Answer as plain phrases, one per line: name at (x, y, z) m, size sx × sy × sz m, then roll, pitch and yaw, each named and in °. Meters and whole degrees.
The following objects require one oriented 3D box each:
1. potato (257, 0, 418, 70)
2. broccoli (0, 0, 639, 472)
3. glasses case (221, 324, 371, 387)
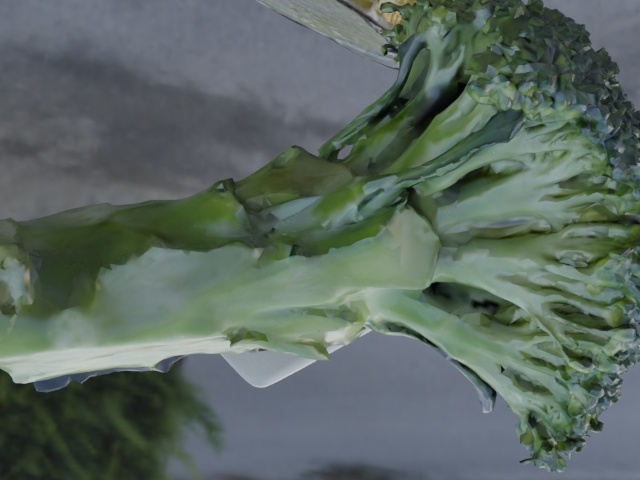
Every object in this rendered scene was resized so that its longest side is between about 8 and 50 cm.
potato at (0.029, -0.411, 1.680) m, size 0.397 × 0.296 × 0.290 m, roll 30°, pitch 177°, yaw -15°
broccoli at (0.000, -0.022, 0.728) m, size 0.361 × 0.252 × 0.221 m, roll 8°, pitch -170°, yaw -12°
glasses case at (0.015, 0.022, 1.368) m, size 0.336 × 0.076 × 0.144 m, roll -33°, pitch 105°, yaw 36°
